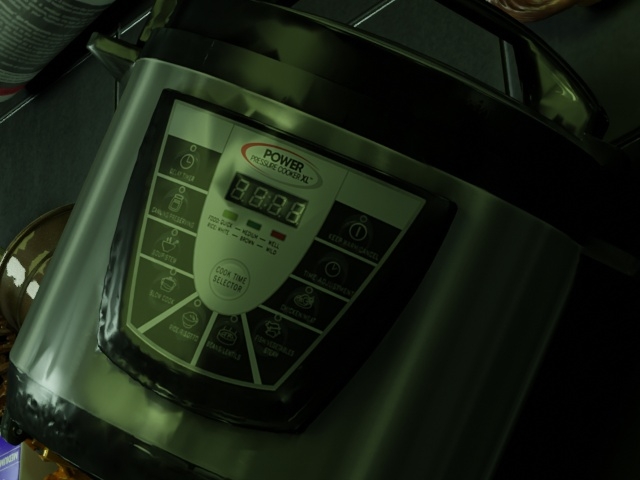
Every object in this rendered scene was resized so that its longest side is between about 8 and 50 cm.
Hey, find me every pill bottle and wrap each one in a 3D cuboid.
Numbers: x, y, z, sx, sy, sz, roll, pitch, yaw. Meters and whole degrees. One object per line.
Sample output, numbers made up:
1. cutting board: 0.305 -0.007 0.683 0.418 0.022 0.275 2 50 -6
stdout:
1. pill bottle: -0.324 -0.310 1.943 0.318 0.176 0.176 -36 47 32

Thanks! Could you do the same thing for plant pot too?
1. plant pot: -0.203 0.074 1.622 0.167 0.167 0.165 -55 46 13

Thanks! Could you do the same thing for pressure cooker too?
1. pressure cooker: -0.001 0.000 1.246 0.375 0.370 0.420 22 87 56

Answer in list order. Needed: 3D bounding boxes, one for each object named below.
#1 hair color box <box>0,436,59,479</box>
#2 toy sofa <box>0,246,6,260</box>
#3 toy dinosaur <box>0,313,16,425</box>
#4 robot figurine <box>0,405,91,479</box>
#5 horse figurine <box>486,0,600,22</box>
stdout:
1. hair color box: -0.218 0.346 1.465 0.110 0.185 0.339 -30 49 37
2. toy sofa: -0.479 0.104 1.764 0.177 0.150 0.362 -58 -6 27
3. toy dinosaur: -0.325 0.218 1.629 0.164 0.218 0.322 114 153 -69
4. robot figurine: -0.137 0.113 1.450 0.291 0.211 0.085 -46 28 -12
5. horse figurine: 0.225 -0.268 1.369 0.263 0.066 0.174 -53 34 12
